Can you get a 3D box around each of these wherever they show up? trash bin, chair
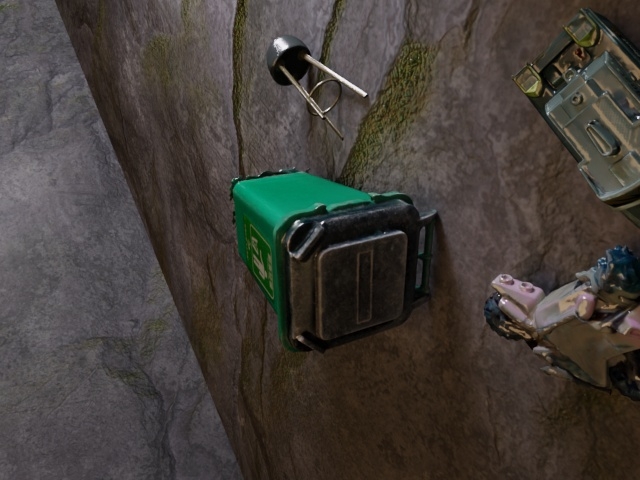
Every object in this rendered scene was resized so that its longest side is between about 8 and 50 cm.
[{"bbox_3d":[0.000,0.000,0.952,0.381,0.295,0.259,38,135,53],"label":"trash bin"},{"bbox_3d":[-0.017,-0.296,0.974,0.221,0.104,0.095,52,158,22],"label":"chair"}]

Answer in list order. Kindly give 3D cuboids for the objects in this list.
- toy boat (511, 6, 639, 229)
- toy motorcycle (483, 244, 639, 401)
[{"bbox_3d":[0.334,-0.105,0.540,0.296,0.122,0.114,61,144,15],"label":"toy boat"},{"bbox_3d":[0.337,0.082,0.646,0.239,0.108,0.204,14,124,23],"label":"toy motorcycle"}]
